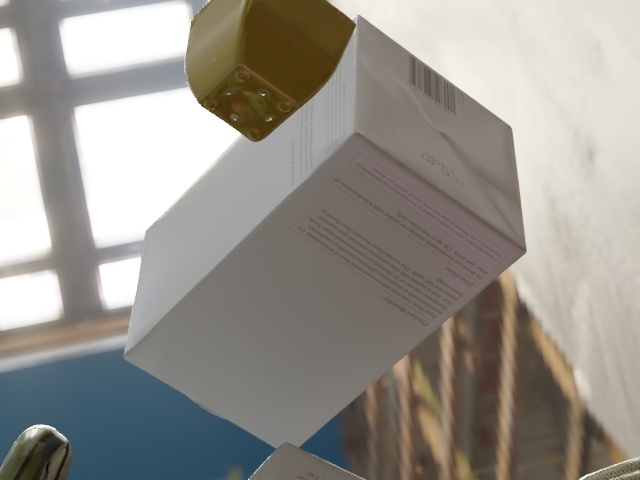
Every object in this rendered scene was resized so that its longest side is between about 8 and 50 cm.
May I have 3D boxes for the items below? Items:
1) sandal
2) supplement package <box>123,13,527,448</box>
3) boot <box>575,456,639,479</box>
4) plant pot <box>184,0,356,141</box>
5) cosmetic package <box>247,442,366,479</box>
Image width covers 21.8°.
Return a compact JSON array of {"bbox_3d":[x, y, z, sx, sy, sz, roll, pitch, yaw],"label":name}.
[{"bbox_3d":[-0.296,0.258,1.231,0.086,0.303,0.120,33,-11,5],"label":"sandal"},{"bbox_3d":[0.000,0.000,1.352,0.293,0.177,0.175,-43,-154,29],"label":"supplement package"},{"bbox_3d":[0.143,0.247,0.957,0.262,0.095,0.203,-48,-165,33],"label":"boot"},{"bbox_3d":[-0.038,-0.112,1.052,0.081,0.081,0.083,-38,-153,40],"label":"plant pot"},{"bbox_3d":[-0.046,0.324,1.129,0.197,0.365,0.155,24,-49,22],"label":"cosmetic package"}]
